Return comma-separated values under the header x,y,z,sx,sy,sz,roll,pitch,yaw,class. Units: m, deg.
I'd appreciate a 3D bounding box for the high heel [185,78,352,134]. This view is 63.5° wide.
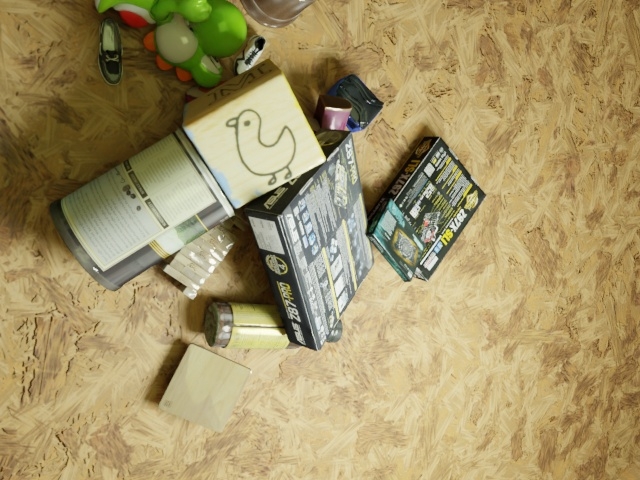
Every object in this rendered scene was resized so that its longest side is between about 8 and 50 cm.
x,y,z,sx,sy,sz,roll,pitch,yaw,class
-0.119,-0.252,1.183,0.377,0.127,0.181,6,132,-14,high heel

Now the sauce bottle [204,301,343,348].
x,y,z,sx,sy,sz,roll,pitch,yaw,class
-0.105,0.213,1.262,0.344,0.111,0.112,10,94,-30,sauce bottle

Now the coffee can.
x,y,z,sx,sy,sz,roll,pitch,yaw,class
-0.334,-0.060,0.999,0.275,0.201,0.202,-33,114,-7,coffee can

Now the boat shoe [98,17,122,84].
x,y,z,sx,sy,sz,roll,pitch,yaw,class
-0.412,-0.373,1.020,0.046,0.038,0.125,-2,100,-29,boat shoe

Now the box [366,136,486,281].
x,y,z,sx,sy,sz,roll,pitch,yaw,class
0.295,-0.088,1.450,0.257,0.079,0.322,42,78,-30,box

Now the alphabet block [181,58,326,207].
x,y,z,sx,sy,sz,roll,pitch,yaw,class
-0.130,-0.210,0.996,0.197,0.193,0.192,-29,120,2,alphabet block

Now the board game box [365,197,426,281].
x,y,z,sx,sy,sz,roll,pitch,yaw,class
0.198,0.001,1.329,0.186,0.026,0.126,49,54,-28,board game box

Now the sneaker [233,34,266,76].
x,y,z,sx,sy,sz,roll,pitch,yaw,class
-0.158,-0.412,1.153,0.040,0.043,0.109,28,87,-32,sneaker

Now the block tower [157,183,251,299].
x,y,z,sx,sy,sz,roll,pitch,yaw,class
-0.229,-0.037,1.158,0.097,0.091,0.335,40,79,-28,block tower

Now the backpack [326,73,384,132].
x,y,z,sx,sy,sz,roll,pitch,yaw,class
0.071,-0.334,1.262,0.120,0.101,0.098,45,69,-23,backpack

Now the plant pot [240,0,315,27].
x,y,z,sx,sy,sz,roll,pitch,yaw,class
-0.072,-0.556,1.103,0.166,0.165,0.167,-5,102,-28,plant pot

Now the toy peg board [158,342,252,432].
x,y,z,sx,sy,sz,roll,pitch,yaw,class
-0.273,0.339,1.224,0.160,0.079,0.161,28,85,-15,toy peg board

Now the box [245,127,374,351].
x,y,z,sx,sy,sz,roll,pitch,yaw,class
0.000,0.000,1.157,0.318,0.097,0.395,-52,142,-37,box

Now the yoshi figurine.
x,y,z,sx,sy,sz,roll,pitch,yaw,class
-0.275,-0.472,0.985,0.362,0.203,0.204,51,55,-37,yoshi figurine
